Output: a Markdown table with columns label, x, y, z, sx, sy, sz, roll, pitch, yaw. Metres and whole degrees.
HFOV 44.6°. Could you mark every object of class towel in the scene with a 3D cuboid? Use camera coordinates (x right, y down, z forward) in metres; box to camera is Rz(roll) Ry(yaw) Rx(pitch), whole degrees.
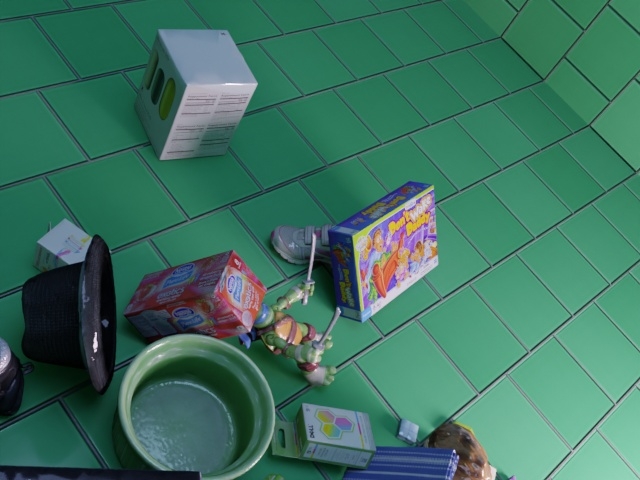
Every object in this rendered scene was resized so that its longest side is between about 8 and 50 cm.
| label | x | y | z | sx | sy | sz | roll | pitch | yaw |
| --- | --- | --- | --- | --- | --- | --- | --- | --- | --- |
| towel | 0.128 | 0.551 | 1.537 | 0.040 | 0.243 | 0.336 | 64 | 34 | -31 |

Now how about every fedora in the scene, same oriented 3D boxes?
| label | x | y | z | sx | sy | sz | roll | pitch | yaw |
| --- | --- | --- | --- | --- | --- | --- | --- | --- | --- |
| fedora | -0.473 | 0.140 | 1.463 | 0.152 | 0.334 | 0.334 | -2 | 53 | -10 |

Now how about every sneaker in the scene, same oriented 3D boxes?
| label | x | y | z | sx | sy | sz | roll | pitch | yaw |
| --- | --- | --- | --- | --- | --- | --- | --- | --- | --- |
| sneaker | 0.000 | 0.000 | 1.966 | 0.252 | 0.111 | 0.103 | 11 | 49 | -21 |
| sneaker | -0.628 | 0.294 | 1.379 | 0.268 | 0.153 | 0.101 | -43 | 61 | -10 |

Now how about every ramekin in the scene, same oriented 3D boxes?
| label | x | y | z | sx | sy | sz | roll | pitch | yaw |
| --- | --- | --- | --- | --- | --- | --- | --- | --- | --- |
| ramekin | -0.254 | 0.347 | 1.511 | 0.303 | 0.148 | 0.303 | 15 | 48 | -18 |

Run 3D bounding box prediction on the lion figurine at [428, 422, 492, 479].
| label | x | y | z | sx | sy | sz | roll | pitch | yaw |
| --- | --- | --- | --- | --- | --- | --- | --- | --- | --- |
| lion figurine | 0.232 | 0.559 | 1.599 | 0.392 | 0.142 | 0.240 | -34 | 63 | -31 |

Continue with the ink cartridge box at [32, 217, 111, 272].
| label | x | y | z | sx | sy | sz | roll | pitch | yaw |
| --- | --- | --- | --- | --- | --- | --- | --- | --- | --- |
| ink cartridge box | -0.534 | 0.033 | 1.653 | 0.143 | 0.092 | 0.090 | 35 | 46 | 2 |

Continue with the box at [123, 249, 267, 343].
| label | x | y | z | sx | sy | sz | roll | pitch | yaw |
| --- | --- | --- | --- | --- | --- | --- | --- | --- | --- |
| box | -0.257 | 0.126 | 1.602 | 0.128 | 0.257 | 0.123 | 53 | 37 | -31 |

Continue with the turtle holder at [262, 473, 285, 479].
| label | x | y | z | sx | sy | sz | roll | pitch | yaw |
| --- | --- | --- | --- | --- | --- | --- | --- | --- | --- |
| turtle holder | -0.080 | 0.568 | 1.362 | 0.227 | 0.243 | 0.320 | -6 | 70 | 11 |

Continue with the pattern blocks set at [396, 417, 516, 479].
| label | x | y | z | sx | sy | sz | roll | pitch | yaw |
| --- | --- | --- | --- | --- | --- | --- | --- | --- | --- |
| pattern blocks set | 0.309 | 0.536 | 1.758 | 0.325 | 0.026 | 0.285 | 20 | 47 | -13 |

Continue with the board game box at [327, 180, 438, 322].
| label | x | y | z | sx | sy | sz | roll | pitch | yaw |
| --- | --- | --- | --- | --- | --- | --- | --- | --- | --- |
| board game box | 0.166 | 0.021 | 1.962 | 0.078 | 0.233 | 0.347 | 13 | 32 | 38 |

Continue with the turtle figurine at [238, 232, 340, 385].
| label | x | y | z | sx | sy | sz | roll | pitch | yaw |
| --- | --- | --- | --- | --- | --- | --- | --- | --- | --- |
| turtle figurine | -0.017 | 0.187 | 1.679 | 0.274 | 0.266 | 0.198 | -43 | 50 | -7 |

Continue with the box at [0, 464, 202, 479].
| label | x | y | z | sx | sy | sz | roll | pitch | yaw |
| --- | --- | --- | --- | --- | --- | --- | --- | --- | --- |
| box | -0.388 | 0.489 | 1.205 | 0.343 | 0.312 | 0.179 | 10 | 50 | -23 |

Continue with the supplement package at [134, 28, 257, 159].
| label | x | y | z | sx | sy | sz | roll | pitch | yaw |
| --- | --- | --- | --- | --- | --- | --- | --- | --- | --- |
| supplement package | -0.323 | -0.370 | 1.982 | 0.198 | 0.263 | 0.199 | -10 | 59 | -35 |

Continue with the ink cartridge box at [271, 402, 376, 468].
| label | x | y | z | sx | sy | sz | roll | pitch | yaw |
| --- | --- | --- | --- | --- | --- | --- | --- | --- | --- |
| ink cartridge box | 0.004 | 0.405 | 1.638 | 0.209 | 0.062 | 0.109 | 13 | 28 | -15 |
